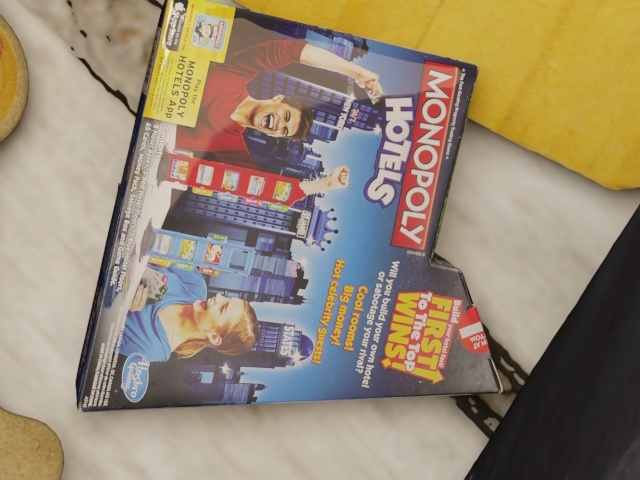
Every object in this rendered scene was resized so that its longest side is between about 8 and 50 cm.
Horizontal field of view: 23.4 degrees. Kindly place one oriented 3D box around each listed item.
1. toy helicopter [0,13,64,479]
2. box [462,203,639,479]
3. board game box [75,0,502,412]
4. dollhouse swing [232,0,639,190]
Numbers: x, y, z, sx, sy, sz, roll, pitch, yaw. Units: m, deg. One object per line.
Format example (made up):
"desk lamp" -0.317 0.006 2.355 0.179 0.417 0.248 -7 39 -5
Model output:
"toy helicopter" -0.210 0.046 0.656 0.235 0.140 0.355 23 65 -34
"box" 0.218 0.141 0.619 0.296 0.294 0.183 23 40 -1
"board game box" 0.000 0.000 0.728 0.194 0.060 0.194 12 97 -12
"dollhouse swing" 0.139 -0.263 0.775 0.347 0.305 0.315 25 125 -7
